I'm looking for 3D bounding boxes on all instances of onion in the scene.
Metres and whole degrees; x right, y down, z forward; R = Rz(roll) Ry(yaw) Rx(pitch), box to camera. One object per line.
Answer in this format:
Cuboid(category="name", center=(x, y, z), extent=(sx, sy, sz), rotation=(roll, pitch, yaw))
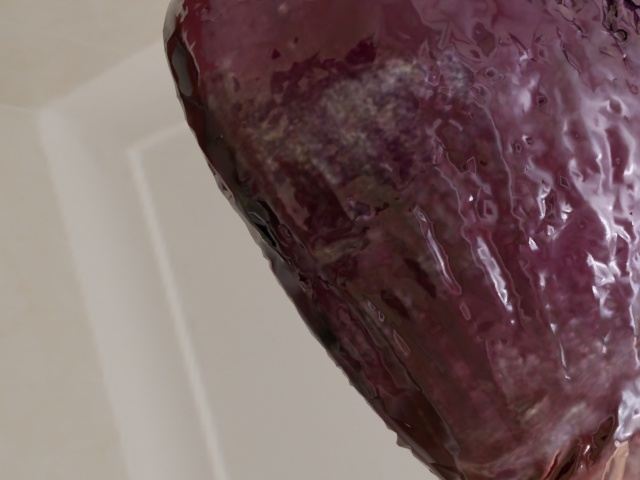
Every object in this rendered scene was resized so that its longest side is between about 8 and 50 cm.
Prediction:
Cuboid(category="onion", center=(0.101, -0.005, 0.618), extent=(0.159, 0.267, 0.348), rotation=(-37, -115, 29))
